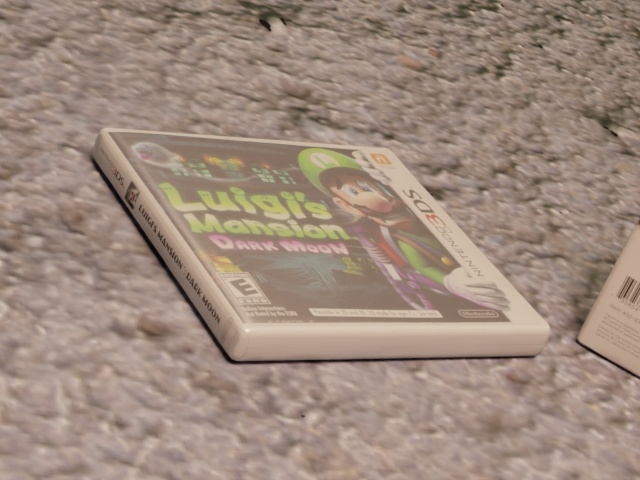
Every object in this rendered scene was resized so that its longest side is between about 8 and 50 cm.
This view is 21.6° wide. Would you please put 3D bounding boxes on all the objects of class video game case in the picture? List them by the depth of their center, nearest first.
[{"bbox_3d":[0.000,0.000,0.861,0.190,0.022,0.173,1,34,-35],"label":"video game case"}]

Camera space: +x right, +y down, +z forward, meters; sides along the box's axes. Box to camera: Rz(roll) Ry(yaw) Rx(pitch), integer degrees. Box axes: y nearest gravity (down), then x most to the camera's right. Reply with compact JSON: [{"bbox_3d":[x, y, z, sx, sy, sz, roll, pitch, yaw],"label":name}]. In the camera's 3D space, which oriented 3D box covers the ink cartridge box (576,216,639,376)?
[{"bbox_3d":[0.210,0.014,0.873,0.099,0.135,0.056,30,27,12],"label":"ink cartridge box"}]
